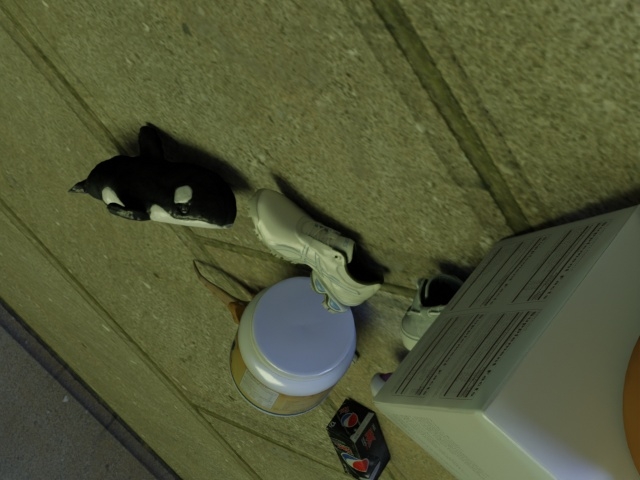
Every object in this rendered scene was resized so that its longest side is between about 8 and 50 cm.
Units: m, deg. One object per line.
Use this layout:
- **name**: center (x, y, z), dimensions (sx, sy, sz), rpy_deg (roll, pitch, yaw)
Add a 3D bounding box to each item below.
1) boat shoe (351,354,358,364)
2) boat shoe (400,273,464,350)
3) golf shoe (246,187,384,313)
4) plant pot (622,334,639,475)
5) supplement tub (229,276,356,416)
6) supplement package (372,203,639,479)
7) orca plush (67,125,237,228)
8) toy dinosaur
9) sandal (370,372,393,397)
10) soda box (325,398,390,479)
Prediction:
- **boat shoe**: center (0.013, 0.159, 1.642), dimensions (0.035, 0.035, 0.100), rpy_deg (49, 157, -25)
- **boat shoe**: center (0.131, 0.071, 1.217), dimensions (0.227, 0.079, 0.081), rpy_deg (-164, 62, -78)
- **golf shoe**: center (0.000, 0.000, 1.327), dimensions (0.176, 0.069, 0.086), rpy_deg (44, 139, -21)
- **plant pot**: center (0.319, 0.114, 0.752), dimensions (0.291, 0.291, 0.203), rpy_deg (42, 177, -8)
- **supplement tub**: center (-0.035, 0.132, 1.513), dimensions (0.144, 0.144, 0.200), rpy_deg (37, 159, 4)
- **supplement package**: center (0.207, 0.121, 0.979), dimensions (0.199, 0.198, 0.262), rpy_deg (41, 166, -7)
- **orca plush**: center (-0.198, -0.088, 1.465), dimensions (0.151, 0.102, 0.287), rpy_deg (-1, -169, -28)
- **toy dinosaur**: center (-0.106, 0.097, 1.674), dimensions (0.211, 0.064, 0.112), rpy_deg (38, 160, 3)
- **sandal**: center (0.201, 0.215, 1.365), dimensions (0.169, 0.102, 0.416), rpy_deg (34, 177, -29)
- **soda box**: center (0.058, 0.307, 1.836), dimensions (0.053, 0.060, 0.169), rpy_deg (24, 155, 27)
